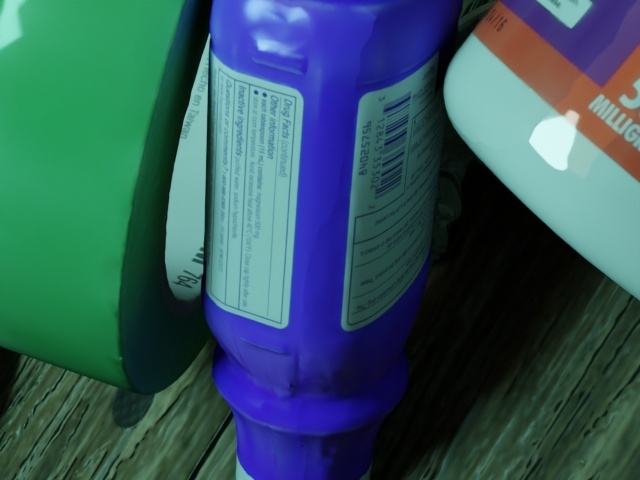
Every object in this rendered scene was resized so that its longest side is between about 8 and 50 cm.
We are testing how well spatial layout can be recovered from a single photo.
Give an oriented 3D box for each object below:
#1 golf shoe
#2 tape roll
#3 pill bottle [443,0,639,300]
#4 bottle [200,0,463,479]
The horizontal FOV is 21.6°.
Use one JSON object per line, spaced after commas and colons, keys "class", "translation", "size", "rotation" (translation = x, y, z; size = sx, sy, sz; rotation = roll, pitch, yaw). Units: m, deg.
{"class": "golf shoe", "translation": [0.061, -0.070, 0.810], "size": [0.176, 0.069, 0.086], "rotation": [126, 160, -48]}
{"class": "tape roll", "translation": [-0.065, -0.088, 0.810], "size": [0.077, 0.321, 0.321], "rotation": [18, 79, 9]}
{"class": "pill bottle", "translation": [0.207, -0.121, 0.639], "size": [0.323, 0.181, 0.181], "rotation": [-51, 42, 11]}
{"class": "bottle", "translation": [0.000, 0.000, 0.743], "size": [0.092, 0.283, 0.118], "rotation": [17, 36, 18]}
